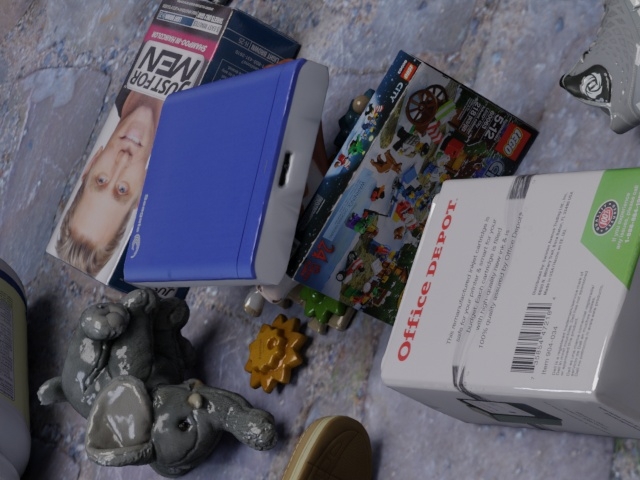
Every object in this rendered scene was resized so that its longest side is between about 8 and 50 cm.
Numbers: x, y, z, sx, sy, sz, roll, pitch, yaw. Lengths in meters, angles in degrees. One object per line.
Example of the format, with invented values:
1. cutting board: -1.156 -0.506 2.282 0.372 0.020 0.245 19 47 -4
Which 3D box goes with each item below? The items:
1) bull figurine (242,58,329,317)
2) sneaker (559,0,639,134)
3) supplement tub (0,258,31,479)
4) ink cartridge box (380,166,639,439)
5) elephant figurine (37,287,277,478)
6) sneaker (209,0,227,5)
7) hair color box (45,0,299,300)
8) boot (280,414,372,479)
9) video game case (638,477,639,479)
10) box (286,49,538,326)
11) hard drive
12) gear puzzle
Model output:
1. bull figurine: -0.050 -0.039 1.827 0.188 0.101 0.310 -43 37 41
2. sneaker: 0.261 -0.195 1.620 0.132 0.086 0.229 -37 44 36
3. supplement tub: -0.470 0.186 2.173 0.235 0.235 0.325 -39 43 31
4. ink cartridge box: 0.197 0.053 1.507 0.273 0.115 0.198 -1 66 55
5. elephant figurine: -0.174 0.182 1.889 0.239 0.169 0.186 61 150 33
6. sneaker: -0.136 -0.318 2.237 0.035 0.031 0.083 -56 36 12
7. hair color box: -0.176 -0.106 2.096 0.174 0.105 0.347 22 87 55
8. boot: -0.061 0.281 1.726 0.203 0.095 0.262 8 80 54
9. video game case: 0.327 0.171 1.366 0.143 0.019 0.157 -59 37 8
10. box: 0.082 -0.042 1.684 0.233 0.159 0.044 -59 35 7
11. hard drive: -0.100 -0.059 1.779 0.318 0.040 0.210 -4 72 63
12. gear puzzle: 0.000 0.000 1.859 0.175 0.044 0.339 32 95 54
